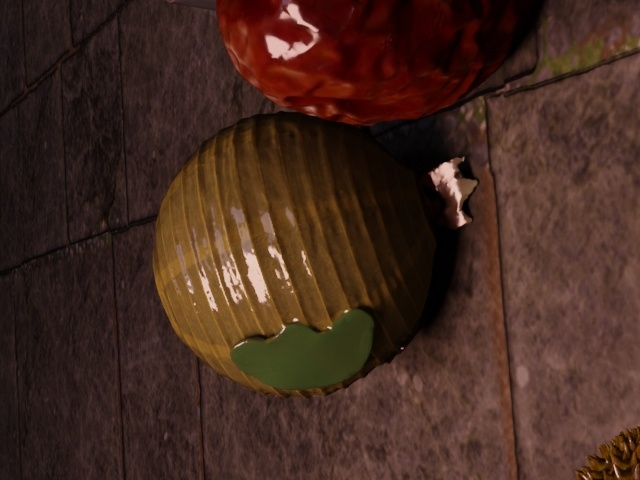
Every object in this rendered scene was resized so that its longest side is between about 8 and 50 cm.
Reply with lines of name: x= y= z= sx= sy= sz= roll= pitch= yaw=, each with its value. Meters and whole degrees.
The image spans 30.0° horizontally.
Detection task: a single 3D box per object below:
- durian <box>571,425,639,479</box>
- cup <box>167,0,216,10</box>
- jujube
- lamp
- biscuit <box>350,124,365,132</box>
durian: x=0.213 y=0.219 z=0.686 sx=0.237 sy=0.138 sz=0.193 roll=31 pitch=118 yaw=58
cup: x=-0.145 y=-0.317 z=1.418 sx=0.100 sy=0.077 sz=0.078 roll=53 pitch=136 yaw=49
jujube: x=0.037 y=-0.197 z=0.907 sx=0.213 sy=0.232 sz=0.213 roll=8 pitch=100 yaw=60
lamp: x=0.000 y=0.000 z=1.017 sx=0.250 sy=0.284 sz=0.250 roll=-22 pitch=-90 yaw=-81
biscuit: x=-0.001 y=-0.020 z=1.203 sx=0.118 sy=0.029 sz=0.247 roll=40 pitch=126 yaw=56
